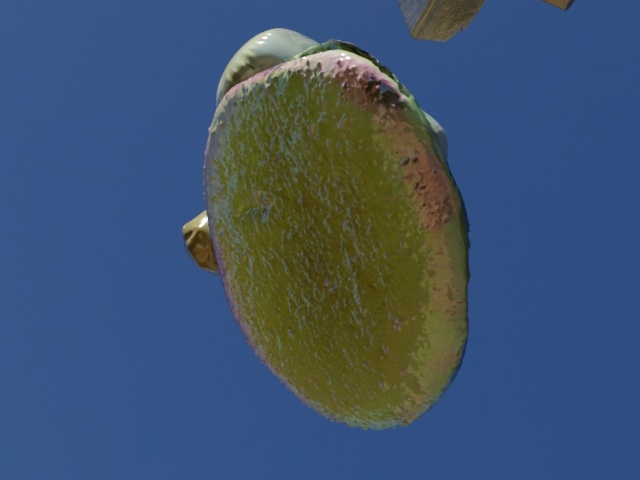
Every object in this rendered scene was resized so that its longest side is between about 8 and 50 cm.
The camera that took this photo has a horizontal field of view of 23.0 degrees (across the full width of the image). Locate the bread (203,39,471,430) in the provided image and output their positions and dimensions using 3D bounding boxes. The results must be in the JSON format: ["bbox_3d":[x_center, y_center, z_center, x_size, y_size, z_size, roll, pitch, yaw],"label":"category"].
[{"bbox_3d":[0.000,0.000,0.886,0.228,0.033,0.228,26,-55,46],"label":"bread"}]

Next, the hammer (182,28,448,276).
[{"bbox_3d":[-0.029,-0.053,1.224,0.202,0.305,0.113,31,-57,9],"label":"hammer"}]

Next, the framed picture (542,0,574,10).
[{"bbox_3d":[0.068,-0.238,0.629,0.189,0.023,0.260,24,-58,2],"label":"framed picture"}]

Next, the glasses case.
[{"bbox_3d":[0.076,-0.256,1.256,0.047,0.205,0.071,2,-39,-28],"label":"glasses case"}]
